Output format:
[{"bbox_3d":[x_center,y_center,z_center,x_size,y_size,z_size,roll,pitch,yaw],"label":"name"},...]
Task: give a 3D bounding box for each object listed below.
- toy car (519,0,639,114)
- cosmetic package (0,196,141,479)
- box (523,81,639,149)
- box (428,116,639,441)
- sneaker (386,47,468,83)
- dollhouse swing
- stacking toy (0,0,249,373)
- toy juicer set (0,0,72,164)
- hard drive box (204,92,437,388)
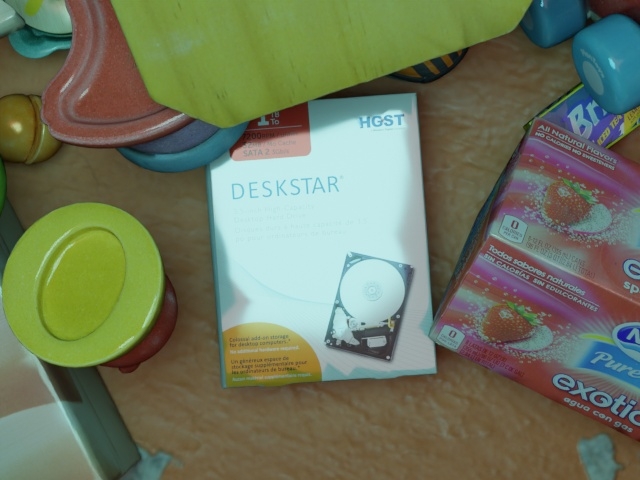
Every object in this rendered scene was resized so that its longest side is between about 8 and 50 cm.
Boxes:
[{"bbox_3d":[0.259,-0.261,0.971,0.219,0.210,0.238,-27,132,-5],"label":"toy car"},{"bbox_3d":[-0.292,0.098,1.092,0.153,0.129,0.296,-29,89,4],"label":"cosmetic package"},{"bbox_3d":[0.256,-0.124,1.093,0.169,0.054,0.059,-36,89,4],"label":"box"},{"bbox_3d":[0.261,0.052,1.025,0.300,0.154,0.142,26,138,3],"label":"box"},{"bbox_3d":[-0.003,-0.257,1.040,0.124,0.180,0.321,-44,89,4],"label":"sneaker"},{"bbox_3d":[-0.032,-0.313,0.923,0.347,0.315,0.305,-19,132,5],"label":"dollhouse swing"},{"bbox_3d":[-0.203,-0.062,1.020,0.280,0.130,0.308,16,78,15],"label":"stacking toy"},{"bbox_3d":[-0.194,-0.200,1.098,0.329,0.089,0.209,-39,89,3],"label":"toy juicer set"},{"bbox_3d":[0.000,0.000,1.093,0.181,0.089,0.232,-5,91,3],"label":"hard drive box"}]
